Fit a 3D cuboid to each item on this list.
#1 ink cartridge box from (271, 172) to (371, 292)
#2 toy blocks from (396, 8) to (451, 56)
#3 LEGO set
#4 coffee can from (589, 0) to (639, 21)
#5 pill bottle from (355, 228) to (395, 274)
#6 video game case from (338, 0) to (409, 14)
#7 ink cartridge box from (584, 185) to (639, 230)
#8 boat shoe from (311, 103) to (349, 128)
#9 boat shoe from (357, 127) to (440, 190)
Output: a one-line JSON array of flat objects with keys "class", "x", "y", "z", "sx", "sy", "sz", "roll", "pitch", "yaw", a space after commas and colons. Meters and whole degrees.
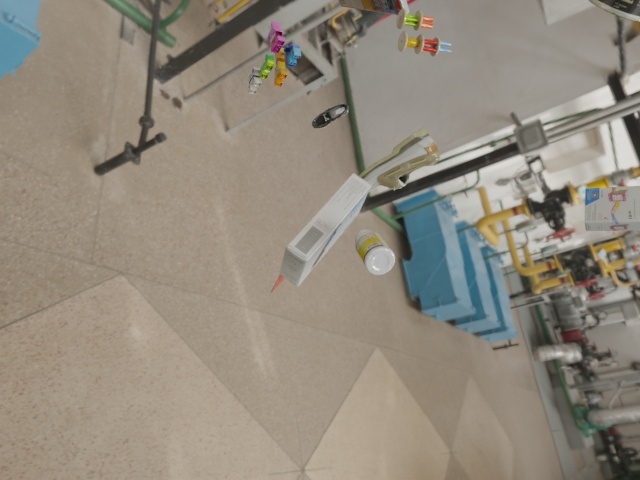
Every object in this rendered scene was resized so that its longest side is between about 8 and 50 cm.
[{"class": "ink cartridge box", "x": 0.000, "y": 0.000, "z": 1.282, "sx": 0.066, "sy": 0.261, "sz": 0.296, "roll": 36, "pitch": 58, "yaw": 8}, {"class": "toy blocks", "x": 0.290, "y": -0.573, "z": 1.365, "sx": 0.148, "sy": 0.054, "sz": 0.123, "roll": 2, "pitch": 80, "yaw": -17}, {"class": "LEGO set", "x": -0.116, "y": -0.477, "z": 1.275, "sx": 0.087, "sy": 0.227, "sz": 0.093, "roll": 1, "pitch": 72, "yaw": -27}, {"class": "coffee can", "x": 0.830, "y": -0.725, "z": 1.230, "sx": 0.275, "sy": 0.202, "sz": 0.201, "roll": 107, "pitch": -12, "yaw": -46}, {"class": "pill bottle", "x": 0.110, "y": 0.020, "z": 1.046, "sx": 0.065, "sy": 0.065, "sz": 0.116, "roll": 54, "pitch": 6, "yaw": -27}, {"class": "video game case", "x": 0.132, "y": -0.802, "z": 1.525, "sx": 0.025, "sy": 0.285, "sz": 0.204, "roll": -51, "pitch": 141, "yaw": -10}, {"class": "ink cartridge box", "x": 0.648, "y": -0.070, "z": 1.077, "sx": 0.052, "sy": 0.123, "sz": 0.088, "roll": 38, "pitch": 58, "yaw": -53}, {"class": "boat shoe", "x": 0.029, "y": -0.381, "z": 1.506, "sx": 0.038, "sy": 0.125, "sz": 0.046, "roll": -39, "pitch": 106, "yaw": -86}, {"class": "boat shoe", "x": 0.210, "y": -0.197, "z": 1.438, "sx": 0.103, "sy": 0.302, "sz": 0.113, "roll": 56, "pitch": 39, "yaw": 2}]
